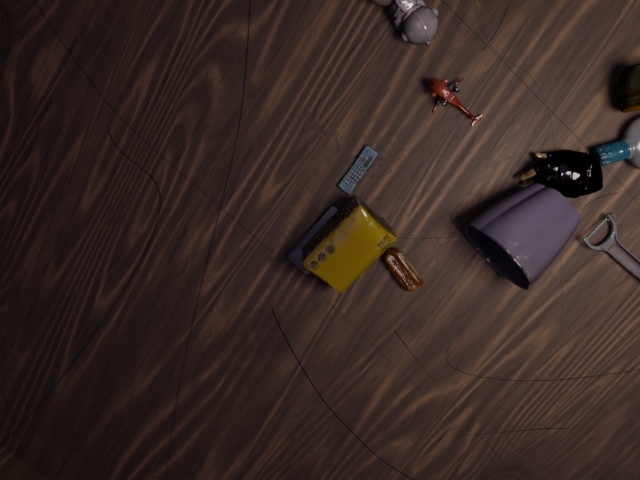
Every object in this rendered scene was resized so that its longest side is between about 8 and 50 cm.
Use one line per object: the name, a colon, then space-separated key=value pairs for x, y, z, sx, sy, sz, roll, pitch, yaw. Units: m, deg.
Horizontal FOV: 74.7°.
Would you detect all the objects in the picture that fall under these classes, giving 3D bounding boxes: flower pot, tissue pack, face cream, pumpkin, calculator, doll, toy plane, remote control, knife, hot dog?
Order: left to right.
remote control: x=0.000 y=0.000 z=1.457 sx=0.103 sy=0.034 sz=0.250 roll=41 pitch=103 yaw=0
tissue pack: x=0.091 y=0.015 z=1.368 sx=0.192 sy=0.134 sz=0.271 roll=38 pitch=105 yaw=-20
calculator: x=0.124 y=-0.236 z=1.404 sx=0.057 sy=0.018 sz=0.172 roll=37 pitch=102 yaw=0
hot dog: x=0.278 y=0.097 z=1.420 sx=0.071 sy=0.045 sz=0.165 roll=-37 pitch=92 yaw=16
doll: x=0.245 y=-0.705 z=1.239 sx=0.151 sy=0.151 sz=0.287 roll=-37 pitch=95 yaw=14
toy plane: x=0.407 y=-0.423 z=1.296 sx=0.126 sy=0.077 sz=0.194 roll=-28 pitch=103 yaw=22
flower pot: x=0.611 y=-0.024 z=1.245 sx=0.243 sy=0.265 sz=0.265 roll=-39 pitch=91 yaw=4
knife: x=0.944 y=0.044 z=1.290 sx=0.278 sy=0.053 sz=0.123 roll=43 pitch=100 yaw=0
pumpkin: x=0.946 y=-0.445 z=1.178 sx=0.248 sy=0.126 sz=0.131 roll=-11 pitch=90 yaw=-7
face cream: x=0.974 y=-0.291 z=1.211 sx=0.336 sy=0.080 sz=0.163 roll=-15 pitch=98 yaw=12

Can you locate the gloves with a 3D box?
gloves: x=0.712 y=-0.198 z=1.264 sx=0.203 sy=0.124 sz=0.164 roll=-11 pitch=79 yaw=4
